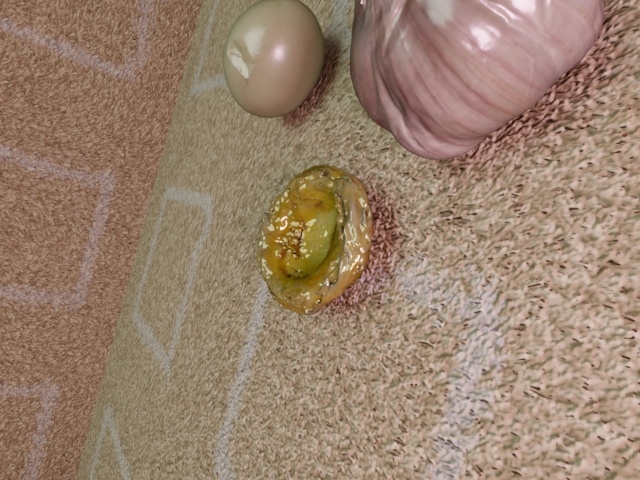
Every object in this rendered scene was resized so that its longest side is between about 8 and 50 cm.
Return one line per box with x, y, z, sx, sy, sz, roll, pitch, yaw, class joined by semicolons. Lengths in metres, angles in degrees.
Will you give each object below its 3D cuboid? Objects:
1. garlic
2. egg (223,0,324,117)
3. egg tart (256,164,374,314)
0.163;-0.264;0.489;0.317;0.259;0.318;-29;52;45;garlic
-0.107;-0.406;0.921;0.269;0.219;0.219;-51;43;31;egg
0.000;0.000;0.729;0.288;0.118;0.288;-25;57;47;egg tart
